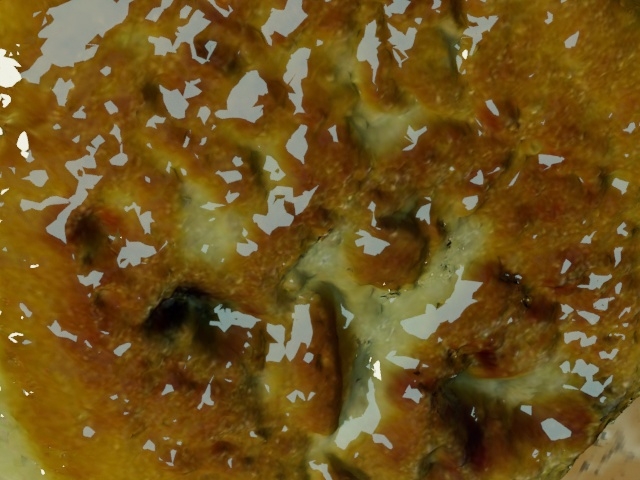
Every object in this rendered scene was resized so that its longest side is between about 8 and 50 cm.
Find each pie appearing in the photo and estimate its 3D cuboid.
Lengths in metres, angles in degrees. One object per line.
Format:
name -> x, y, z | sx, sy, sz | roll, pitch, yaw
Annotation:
pie -> 0.000, 0.000, 0.511 | 0.315, 0.092, 0.315 | -7, 121, -12
